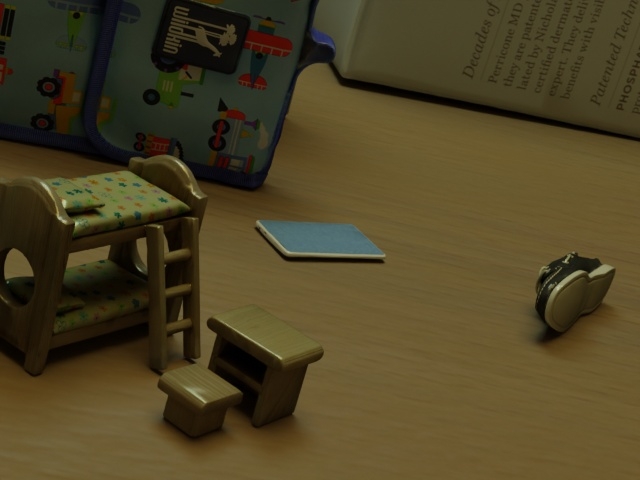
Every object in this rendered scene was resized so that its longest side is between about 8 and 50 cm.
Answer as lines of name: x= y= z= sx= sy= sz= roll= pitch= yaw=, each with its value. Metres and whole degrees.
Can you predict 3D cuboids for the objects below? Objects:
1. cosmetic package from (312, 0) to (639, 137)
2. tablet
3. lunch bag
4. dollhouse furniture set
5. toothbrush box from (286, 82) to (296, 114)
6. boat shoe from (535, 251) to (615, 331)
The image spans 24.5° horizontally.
cosmetic package: x=0.210 y=-0.335 z=1.561 sx=0.393 sy=0.327 sz=0.329 roll=9 pitch=23 yaw=-17
tablet: x=0.000 y=0.000 z=1.049 sx=0.083 sy=0.006 sz=0.054 roll=2 pitch=25 yaw=-32
lunch bag: x=-0.131 y=-0.172 z=1.085 sx=0.293 sy=0.221 sz=0.138 roll=14 pitch=23 yaw=-3
dollhouse furniture set: x=-0.111 y=0.034 z=0.768 sx=0.161 sy=0.101 sz=0.182 roll=29 pitch=26 yaw=30
toothbrush box: x=-0.105 y=-0.257 z=1.206 sx=0.216 sy=0.295 sz=0.126 roll=20 pitch=21 yaw=12
boat shoe: x=0.171 y=0.032 z=1.036 sx=0.038 sy=0.046 sz=0.125 roll=26 pitch=21 yaw=23
